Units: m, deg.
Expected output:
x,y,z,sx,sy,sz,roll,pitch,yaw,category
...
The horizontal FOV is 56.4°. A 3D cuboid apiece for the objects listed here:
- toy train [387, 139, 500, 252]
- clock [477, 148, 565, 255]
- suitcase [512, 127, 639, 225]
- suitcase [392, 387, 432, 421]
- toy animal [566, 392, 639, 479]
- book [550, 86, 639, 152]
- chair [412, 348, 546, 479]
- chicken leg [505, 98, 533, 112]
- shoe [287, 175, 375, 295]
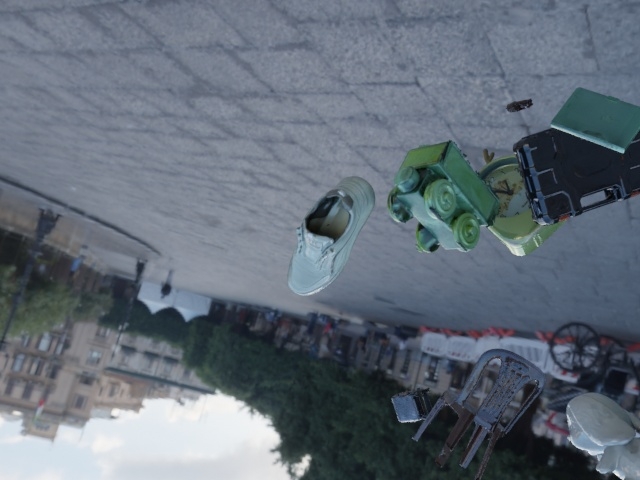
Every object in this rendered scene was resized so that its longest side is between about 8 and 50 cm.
x,y,z,sx,sy,sz,roll,pitch,yaw,category
0.280,-0.091,1.369,0.272,0.188,0.159,42,153,-29,toy train
0.507,-0.125,1.594,0.308,0.235,0.096,48,-177,40,clock
0.587,-0.167,1.327,0.285,0.206,0.066,-18,-175,-7,suitcase
0.261,0.464,1.678,0.059,0.086,0.126,-9,166,-31,suitcase
0.769,0.516,1.536,0.289,0.174,0.249,34,-170,25,toy animal
0.497,-0.217,1.059,0.135,0.103,0.017,30,162,30,book
0.395,0.419,1.488,0.175,0.326,0.183,32,179,-3,chair
0.390,-0.266,1.182,0.083,0.021,0.036,-23,-157,-34,chicken leg
0.000,0.000,1.323,0.124,0.316,0.159,33,-163,16,shoe
